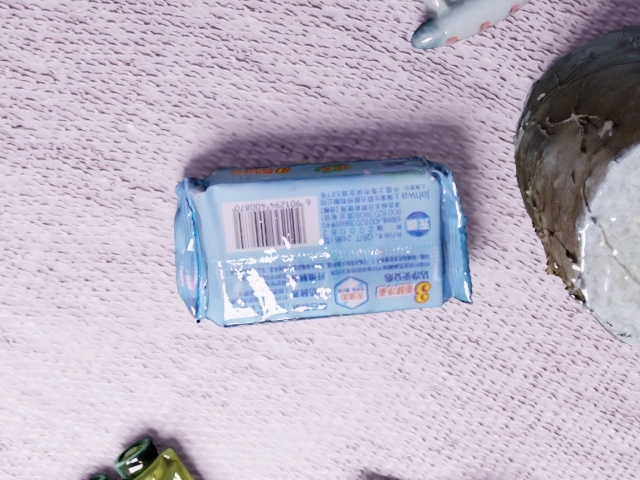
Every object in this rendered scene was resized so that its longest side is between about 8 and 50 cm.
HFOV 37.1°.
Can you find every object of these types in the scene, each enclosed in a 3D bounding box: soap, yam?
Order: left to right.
[{"bbox_3d":[0.000,0.000,0.947,0.293,0.077,0.156,-3,103,-2],"label":"soap"},{"bbox_3d":[0.297,-0.056,0.843,0.241,0.348,0.241,2,109,6],"label":"yam"}]

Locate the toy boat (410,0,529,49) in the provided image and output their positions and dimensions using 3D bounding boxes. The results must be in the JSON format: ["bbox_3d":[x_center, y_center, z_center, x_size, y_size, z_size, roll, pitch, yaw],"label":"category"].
[{"bbox_3d":[0.154,-0.275,0.903,0.207,0.079,0.134,-32,99,5],"label":"toy boat"}]

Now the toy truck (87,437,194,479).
[{"bbox_3d":[-0.242,0.329,0.970,0.259,0.135,0.128,-31,101,6],"label":"toy truck"}]
